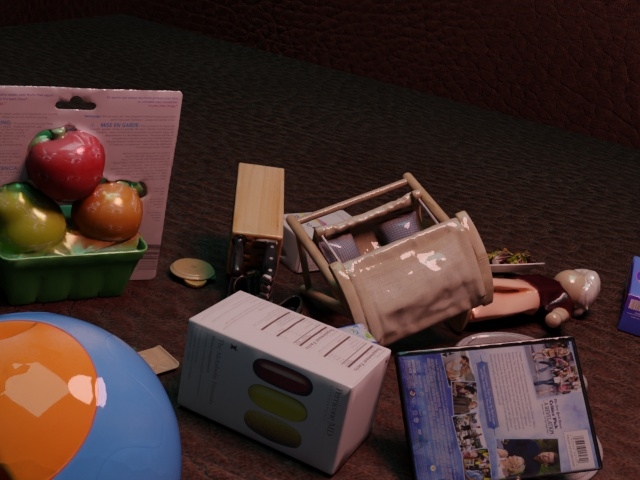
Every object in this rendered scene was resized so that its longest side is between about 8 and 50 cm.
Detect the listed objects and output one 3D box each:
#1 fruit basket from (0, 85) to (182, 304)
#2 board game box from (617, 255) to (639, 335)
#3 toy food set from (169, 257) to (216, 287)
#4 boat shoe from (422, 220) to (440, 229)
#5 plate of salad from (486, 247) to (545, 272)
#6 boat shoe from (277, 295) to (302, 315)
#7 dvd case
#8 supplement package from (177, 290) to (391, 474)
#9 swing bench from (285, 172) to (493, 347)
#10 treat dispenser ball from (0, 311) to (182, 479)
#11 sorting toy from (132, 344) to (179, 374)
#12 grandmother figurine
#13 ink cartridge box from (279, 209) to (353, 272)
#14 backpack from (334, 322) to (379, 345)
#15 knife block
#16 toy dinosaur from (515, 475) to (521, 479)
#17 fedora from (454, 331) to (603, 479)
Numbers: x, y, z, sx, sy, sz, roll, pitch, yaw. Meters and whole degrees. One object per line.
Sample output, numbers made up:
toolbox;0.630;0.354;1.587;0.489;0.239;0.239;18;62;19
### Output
fruit basket;-0.397;-0.079;1.410;0.327;0.353;0.165;-5;28;-31
board game box;0.765;0.148;1.731;0.347;0.078;0.233;17;23;16
toy food set;-0.227;0.055;1.595;0.083;0.020;0.082;20;24;24
boat shoe;0.229;-0.010;1.936;0.056;0.048;0.153;3;13;14
plate of salad;0.343;0.039;1.773;0.199;0.048;0.200;-1;-2;0
boat shoe;-0.068;0.130;1.460;0.049;0.040;0.142;17;23;16
dvd case;0.232;0.224;1.180;0.253;0.180;0.022;-4;-20;-8
supplement package;-0.050;0.184;1.207;0.244;0.139;0.134;19;22;22
swing bench;0.114;0.035;1.507;0.253;0.165;0.254;-21;33;-18
treat dispenser ball;-0.276;0.212;0.847;0.288;0.288;0.288;9;22;-4
sorting toy;-0.255;0.173;1.311;0.062;0.012;0.083;-18;38;-41
grandmother figurine;0.380;0.102;1.651;0.342;0.104;0.208;-5;33;-28
ink cartridge box;0.000;0.000;1.759;0.175;0.072;0.127;-5;27;-34
backpack;0.035;0.179;1.312;0.114;0.105;0.084;-13;54;-49
knife block;-0.109;-0.013;1.539;0.088;0.276;0.242;7;-7;-8
toy dinosaur;0.277;0.350;0.981;0.160;0.121;0.313;6;14;26
fedora;0.286;0.219;1.291;0.275;0.124;0.243;23;26;28
